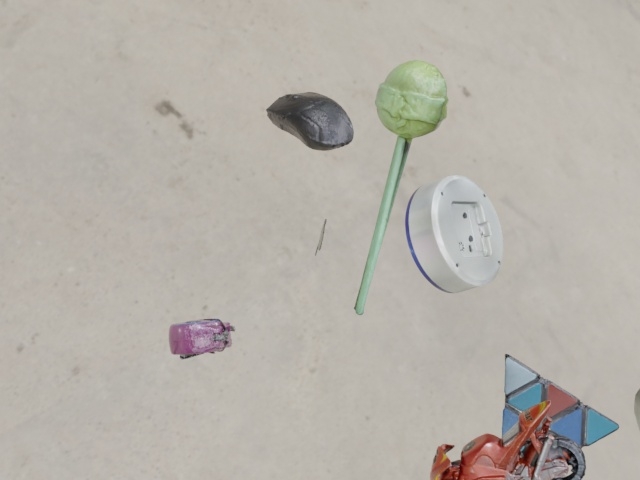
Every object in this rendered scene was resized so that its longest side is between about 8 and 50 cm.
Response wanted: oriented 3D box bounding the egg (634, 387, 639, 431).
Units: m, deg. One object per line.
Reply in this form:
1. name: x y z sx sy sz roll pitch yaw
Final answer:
1. egg: 0.933 0.442 1.985 0.201 0.337 0.337 -19 72 -23

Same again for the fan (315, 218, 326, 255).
1. fan: 0.000 0.000 1.566 0.004 0.083 0.056 13 47 -6

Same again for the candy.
1. candy: 0.089 -0.062 1.073 0.093 0.335 0.092 15 12 11

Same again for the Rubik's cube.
1. Rubik's cube: 0.459 0.356 1.761 0.250 0.234 0.284 -3 92 -4

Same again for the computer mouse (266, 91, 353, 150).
1. computer mouse: -0.019 -0.255 1.723 0.122 0.073 0.217 -24 39 -26

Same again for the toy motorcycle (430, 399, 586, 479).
1. toy motorcycle: 0.298 0.398 1.439 0.171 0.298 0.089 58 17 3

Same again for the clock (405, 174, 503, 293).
1. clock: 0.271 -0.013 1.673 0.230 0.083 0.230 17 65 -42

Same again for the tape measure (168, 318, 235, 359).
1. tape measure: -0.236 0.193 1.662 0.118 0.125 0.074 23 61 -82
